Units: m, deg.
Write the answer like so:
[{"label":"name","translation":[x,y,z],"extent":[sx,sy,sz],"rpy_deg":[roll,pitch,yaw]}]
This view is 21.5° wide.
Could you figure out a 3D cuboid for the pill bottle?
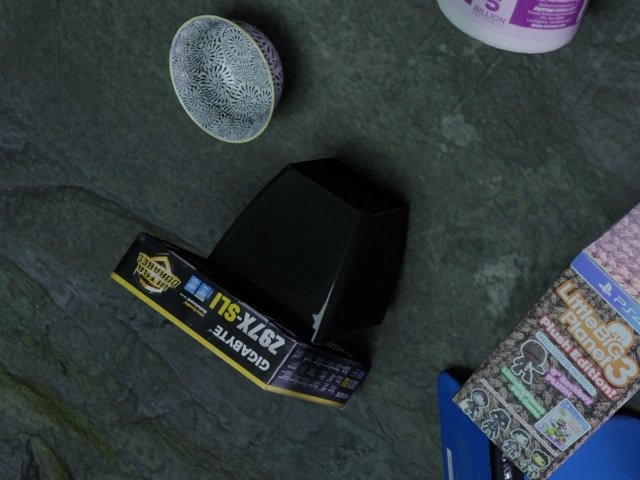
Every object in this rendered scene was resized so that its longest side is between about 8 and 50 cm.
[{"label":"pill bottle","translation":[0.233,-0.357,1.732],"extent":[0.169,0.169,0.301],"rpy_deg":[34,131,20]}]

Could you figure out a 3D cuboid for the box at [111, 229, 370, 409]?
[{"label":"box","translation":[-0.097,0.108,2.182],"extent":[0.257,0.322,0.079],"rpy_deg":[36,92,20]}]

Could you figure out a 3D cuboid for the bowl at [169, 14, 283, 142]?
[{"label":"bowl","translation":[-0.104,-0.218,2.150],"extent":[0.170,0.080,0.170],"rpy_deg":[19,125,30]}]

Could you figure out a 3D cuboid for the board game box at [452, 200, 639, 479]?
[{"label":"board game box","translation":[0.320,0.097,1.872],"extent":[0.141,0.232,0.291],"rpy_deg":[45,133,11]}]

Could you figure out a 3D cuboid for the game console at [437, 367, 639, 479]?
[{"label":"game console","translation":[0.285,0.316,2.169],"extent":[0.250,0.173,0.293],"rpy_deg":[-138,37,-58]}]

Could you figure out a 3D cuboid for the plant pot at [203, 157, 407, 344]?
[{"label":"plant pot","translation":[0.000,0.000,2.119],"extent":[0.187,0.188,0.167],"rpy_deg":[34,112,21]}]
